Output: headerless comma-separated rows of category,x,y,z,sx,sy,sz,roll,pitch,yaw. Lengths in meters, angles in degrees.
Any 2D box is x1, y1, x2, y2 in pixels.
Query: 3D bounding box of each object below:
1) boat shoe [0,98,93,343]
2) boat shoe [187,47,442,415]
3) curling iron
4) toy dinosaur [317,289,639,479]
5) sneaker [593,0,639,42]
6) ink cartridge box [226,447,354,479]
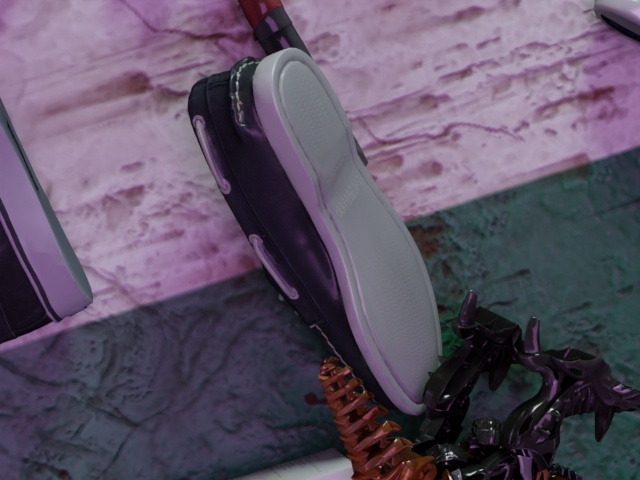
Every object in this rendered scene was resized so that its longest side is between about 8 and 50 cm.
boat shoe,-0.273,-0.068,1.268,0.105,0.113,0.306,-25,111,-2
boat shoe,0.000,0.000,1.325,0.091,0.114,0.302,-12,110,33
curling iron,-0.053,-0.162,1.340,0.068,0.035,0.274,-39,97,-3
toy dinosaur,0.119,0.168,1.288,0.164,0.322,0.218,29,83,30
sneaker,0.333,-0.182,1.383,0.217,0.079,0.121,28,88,-8
ink cartridge box,-0.019,0.217,1.327,0.143,0.090,0.092,-17,94,-8
